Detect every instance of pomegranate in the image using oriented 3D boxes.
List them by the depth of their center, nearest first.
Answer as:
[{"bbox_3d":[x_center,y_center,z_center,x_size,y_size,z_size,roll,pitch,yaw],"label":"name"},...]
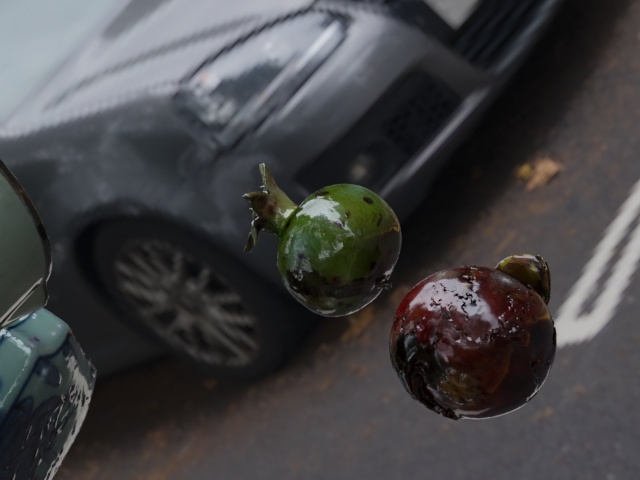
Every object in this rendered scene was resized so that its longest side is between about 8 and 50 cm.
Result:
[{"bbox_3d":[-0.001,0.006,1.761,0.148,0.169,0.148,11,-90,-81],"label":"pomegranate"}]

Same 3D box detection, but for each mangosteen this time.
[{"bbox_3d":[0.158,0.093,1.653,0.166,0.166,0.180,-35,4,40],"label":"mangosteen"}]

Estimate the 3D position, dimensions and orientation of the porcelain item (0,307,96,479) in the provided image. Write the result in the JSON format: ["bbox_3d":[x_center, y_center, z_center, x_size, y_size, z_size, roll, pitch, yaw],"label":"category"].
[{"bbox_3d":[-0.381,0.210,1.866,0.286,0.157,0.281,-61,-11,-19],"label":"porcelain item"}]

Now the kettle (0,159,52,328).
[{"bbox_3d":[-0.455,0.025,1.363,0.377,0.361,0.250,-45,16,-31],"label":"kettle"}]
